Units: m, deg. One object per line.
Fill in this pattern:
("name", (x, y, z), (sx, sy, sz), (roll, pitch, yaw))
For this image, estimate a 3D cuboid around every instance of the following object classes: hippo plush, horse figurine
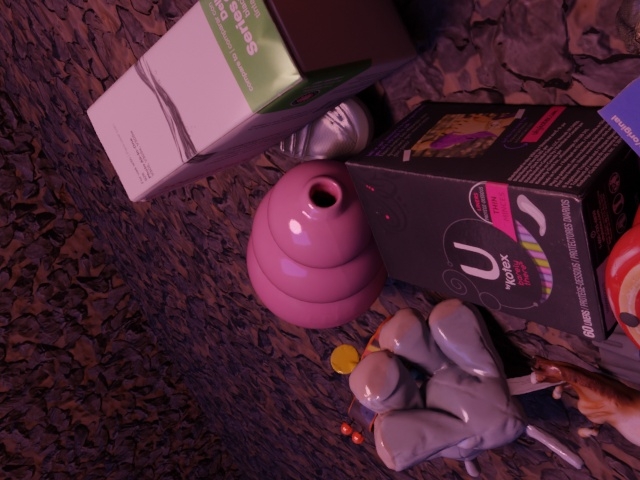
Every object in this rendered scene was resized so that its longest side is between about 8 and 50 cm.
("hippo plush", (0.196, 0.224, 0.977), (0.294, 0.234, 0.236), (-3, 158, 7))
("horse figurine", (0.354, 0.209, 0.726), (0.263, 0.066, 0.174), (30, 161, 24))

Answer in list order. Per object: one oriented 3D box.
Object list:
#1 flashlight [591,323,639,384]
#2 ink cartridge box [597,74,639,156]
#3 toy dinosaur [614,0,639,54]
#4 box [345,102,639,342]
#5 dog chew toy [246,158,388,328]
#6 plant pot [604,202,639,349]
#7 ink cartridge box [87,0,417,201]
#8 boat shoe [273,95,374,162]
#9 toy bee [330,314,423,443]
("flashlight", (0.398, 0.111, 0.594), (0.103, 0.103, 0.304), (21, 175, -35))
("ink cartridge box", (0.289, -0.087, 0.275), (0.186, 0.065, 0.311), (47, 149, 6))
("toy dinosaur", (0.239, -0.232, 0.428), (0.118, 0.064, 0.268), (24, 141, 51))
("box", (0.183, -0.034, 0.668), (0.270, 0.143, 0.165), (15, 137, 48))
("dog chew toy", (0.000, 0.000, 0.870), (0.206, 0.206, 0.332), (44, 166, 10))
("plant pot", (0.326, 0.015, 0.492), (0.191, 0.174, 0.191), (36, 152, 22))
("ink cartridge box", (-0.078, -0.167, 0.700), (0.289, 0.211, 0.122), (-25, 94, 40))
("boat shoe", (-0.053, -0.194, 0.881), (0.320, 0.103, 0.118), (24, 122, 31))
("toy bee", (0.109, 0.278, 1.159), (0.195, 0.162, 0.298), (15, 137, 45))
